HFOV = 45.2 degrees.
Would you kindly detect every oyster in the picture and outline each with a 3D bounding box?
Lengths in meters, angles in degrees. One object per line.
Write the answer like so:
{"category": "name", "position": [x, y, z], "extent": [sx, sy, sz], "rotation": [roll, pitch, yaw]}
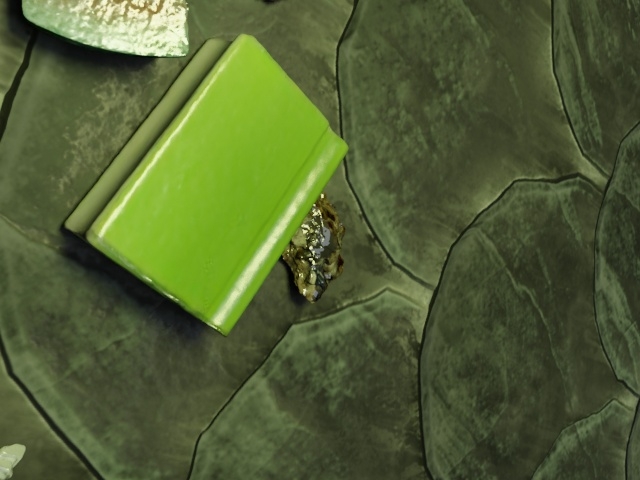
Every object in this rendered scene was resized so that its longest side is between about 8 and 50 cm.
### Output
{"category": "oyster", "position": [-0.004, -0.006, 0.954], "extent": [0.103, 0.051, 0.148], "rotation": [-31, 105, -39]}

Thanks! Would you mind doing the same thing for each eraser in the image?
{"category": "eraser", "position": [-0.110, -0.058, 0.835], "extent": [0.210, 0.092, 0.274], "rotation": [43, 69, -35]}

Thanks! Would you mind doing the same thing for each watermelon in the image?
{"category": "watermelon", "position": [-0.203, -0.298, 0.735], "extent": [0.154, 0.094, 0.241], "rotation": [3, 94, -30]}

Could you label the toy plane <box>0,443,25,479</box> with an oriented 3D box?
{"category": "toy plane", "position": [-0.326, 0.265, 0.717], "extent": [0.174, 0.080, 0.174], "rotation": [-14, 121, -25]}
